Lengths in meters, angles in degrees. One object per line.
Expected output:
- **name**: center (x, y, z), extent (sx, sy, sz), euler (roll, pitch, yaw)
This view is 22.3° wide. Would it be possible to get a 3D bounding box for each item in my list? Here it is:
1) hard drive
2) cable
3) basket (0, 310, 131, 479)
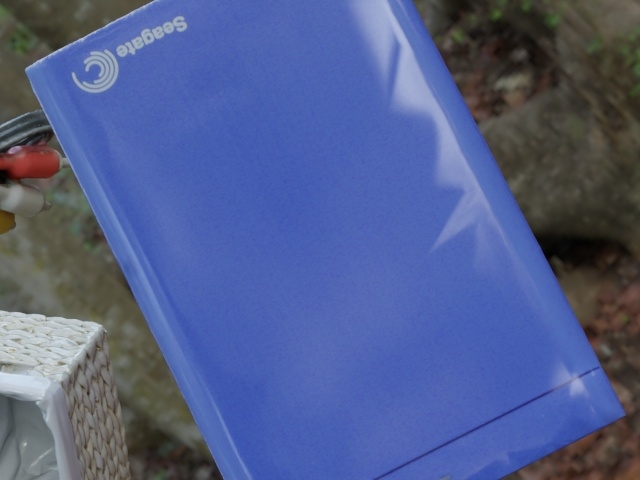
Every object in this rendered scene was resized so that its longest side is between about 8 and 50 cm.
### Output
- **hard drive**: center (0.000, 0.000, 0.894), extent (0.210, 0.319, 0.040), euler (-27, -6, 2)
- **cable**: center (-0.331, -0.058, 1.530), extent (0.139, 0.072, 0.287), euler (-48, -11, 17)
- **basket**: center (-0.212, 0.144, 1.189), extent (0.113, 0.167, 0.103), euler (6, 31, 18)
